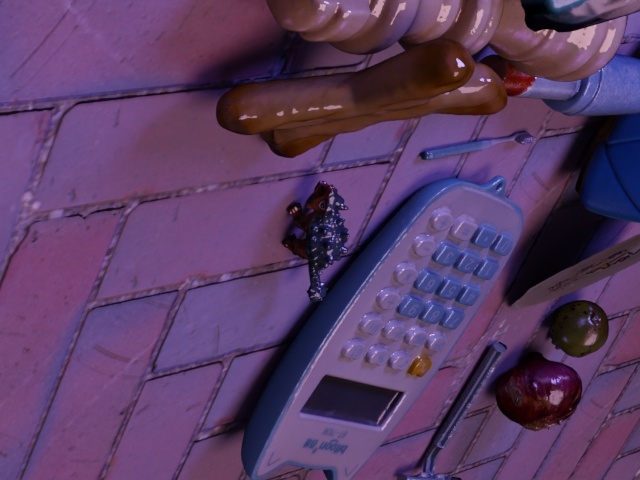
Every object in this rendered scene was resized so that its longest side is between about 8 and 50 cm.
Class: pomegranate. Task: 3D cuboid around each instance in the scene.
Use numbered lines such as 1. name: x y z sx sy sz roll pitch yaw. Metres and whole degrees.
1. pomegranate: 0.310 0.104 2.225 0.073 0.073 0.084 -44 -173 -3

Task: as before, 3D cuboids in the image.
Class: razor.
1. razor: 0.167 0.206 2.201 0.084 0.036 0.211 9 117 -33

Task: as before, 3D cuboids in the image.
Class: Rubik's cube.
1. Rubik's cube: 0.439 -0.095 1.981 0.254 0.254 0.254 -32 148 -23

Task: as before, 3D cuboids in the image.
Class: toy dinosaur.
1. toy dinosaur: 0.000 0.000 1.696 0.049 0.055 0.154 -32 146 -30

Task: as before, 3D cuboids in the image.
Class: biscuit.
1. biscuit: 0.034 -0.114 1.484 0.207 0.047 0.164 -12 172 16

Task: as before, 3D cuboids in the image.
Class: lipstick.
1. lipstick: 0.237 -0.156 1.798 0.274 0.061 0.068 -2 129 -51

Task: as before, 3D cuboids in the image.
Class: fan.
1. fan: 0.401 -0.013 2.093 0.414 0.012 0.233 -26 170 6

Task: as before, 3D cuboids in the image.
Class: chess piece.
1. chess piece: 0.103 -0.196 1.526 0.397 0.117 0.117 -2 129 -50

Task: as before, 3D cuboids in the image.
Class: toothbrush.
1. toothbrush: 0.158 -0.093 1.823 0.167 0.014 0.011 -12 120 -45

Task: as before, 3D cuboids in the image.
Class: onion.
1. onion: 0.265 0.181 2.235 0.107 0.097 0.107 -10 156 -5

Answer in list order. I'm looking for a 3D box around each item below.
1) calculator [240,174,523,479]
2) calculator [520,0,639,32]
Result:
1. calculator: 0.072 0.089 1.904 0.386 0.054 0.256 -53 150 11
2. calculator: 0.269 -0.316 1.472 0.274 0.058 0.248 -20 118 -4
